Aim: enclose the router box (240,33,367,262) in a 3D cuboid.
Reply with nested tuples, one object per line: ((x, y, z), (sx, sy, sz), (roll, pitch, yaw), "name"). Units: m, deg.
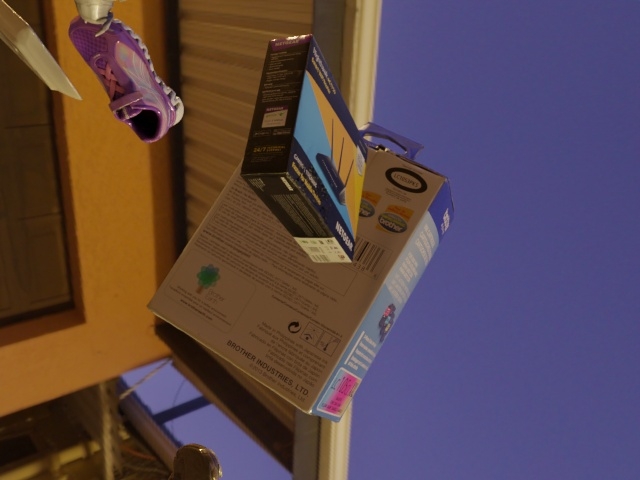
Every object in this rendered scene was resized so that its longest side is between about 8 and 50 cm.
((-0.006, -0.074, 0.574), (0.046, 0.179, 0.133), (0, -114, 20), "router box")

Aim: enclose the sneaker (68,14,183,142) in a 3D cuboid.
((-0.313, -0.250, 1.014), (0.095, 0.105, 0.236), (-14, -45, 24), "sneaker")

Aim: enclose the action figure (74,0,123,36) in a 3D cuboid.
((-0.203, -0.349, 0.635), (0.185, 0.099, 0.285), (24, -72, 31), "action figure")

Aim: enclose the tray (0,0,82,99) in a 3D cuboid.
((-0.468, -0.316, 0.956), (0.270, 0.030, 0.145), (41, -14, 29), "tray")

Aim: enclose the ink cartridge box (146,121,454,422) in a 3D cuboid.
((0.000, 0.000, 0.854), (0.269, 0.151, 0.396), (28, -98, 22), "ink cartridge box")

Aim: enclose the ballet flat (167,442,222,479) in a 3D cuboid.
((-0.193, 0.369, 0.976), (0.084, 0.058, 0.250), (62, -37, 24), "ballet flat")
